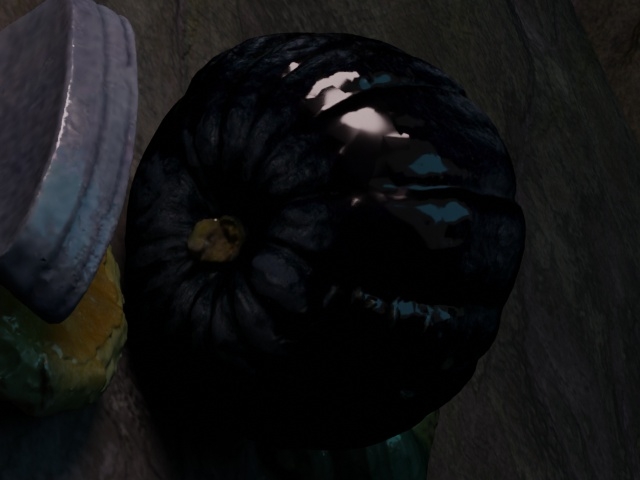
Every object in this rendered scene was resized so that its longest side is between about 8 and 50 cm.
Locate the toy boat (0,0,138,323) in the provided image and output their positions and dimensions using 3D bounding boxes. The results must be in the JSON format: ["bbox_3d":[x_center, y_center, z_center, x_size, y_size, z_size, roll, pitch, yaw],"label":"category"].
[{"bbox_3d":[-0.197,-0.063,1.208,0.078,0.127,0.283,40,35,-38],"label":"toy boat"}]

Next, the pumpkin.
[{"bbox_3d":[0.000,0.000,1.408,0.266,0.363,0.363,8,61,-45],"label":"pumpkin"}]

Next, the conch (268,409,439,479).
[{"bbox_3d":[0.037,0.187,1.587,0.188,0.122,0.176,23,27,-56],"label":"conch"}]

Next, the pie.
[{"bbox_3d":[-0.258,-0.008,1.268,0.306,0.071,0.306,44,32,-36],"label":"pie"}]
